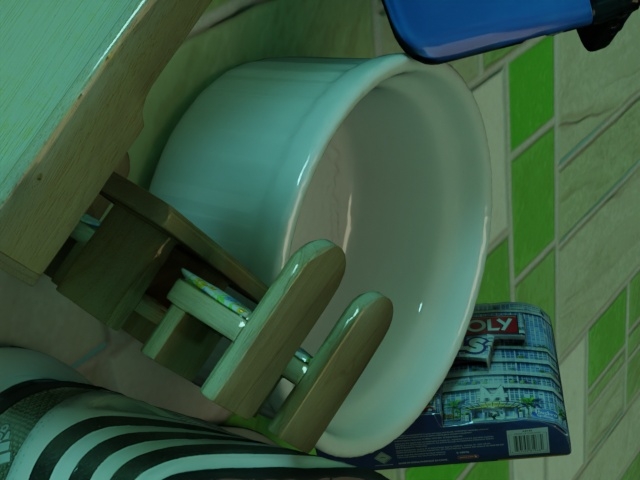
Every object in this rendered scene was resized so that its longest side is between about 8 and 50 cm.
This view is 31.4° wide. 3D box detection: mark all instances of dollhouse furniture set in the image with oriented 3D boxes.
[{"bbox_3d":[-0.081,-0.039,0.563,0.161,0.212,0.242,-57,151,-7],"label":"dollhouse furniture set"}]

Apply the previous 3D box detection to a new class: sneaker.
[{"bbox_3d":[-0.033,0.216,0.734,0.447,0.258,0.169,39,70,-54],"label":"sneaker"}]

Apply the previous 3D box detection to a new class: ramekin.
[{"bbox_3d":[0.000,0.000,0.802,0.277,0.135,0.277,-27,123,-50],"label":"ramekin"}]

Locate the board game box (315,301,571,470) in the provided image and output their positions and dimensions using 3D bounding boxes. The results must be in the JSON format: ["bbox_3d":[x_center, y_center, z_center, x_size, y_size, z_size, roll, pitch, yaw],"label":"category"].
[{"bbox_3d":[0.097,0.096,0.937,0.194,0.194,0.060,-85,165,-54],"label":"board game box"}]

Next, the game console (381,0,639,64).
[{"bbox_3d":[0.102,-0.270,0.836,0.250,0.173,0.293,5,67,-83],"label":"game console"}]
